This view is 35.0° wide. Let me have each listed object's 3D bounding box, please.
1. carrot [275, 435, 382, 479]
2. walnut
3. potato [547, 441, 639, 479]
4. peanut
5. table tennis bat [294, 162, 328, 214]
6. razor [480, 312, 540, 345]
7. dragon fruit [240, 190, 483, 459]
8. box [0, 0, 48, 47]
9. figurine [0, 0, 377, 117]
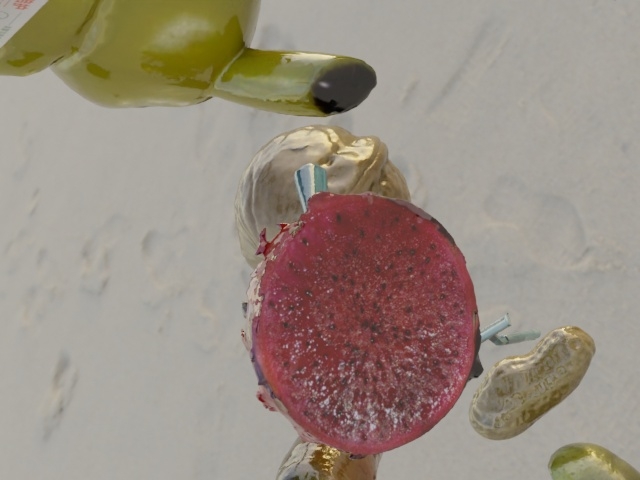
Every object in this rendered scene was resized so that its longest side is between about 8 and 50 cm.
[{"bbox_3d":[0.015,0.190,0.892,0.087,0.087,0.193,-45,3,23],"label":"carrot"},{"bbox_3d":[0.006,-0.040,1.271,0.228,0.228,0.228,-38,34,32],"label":"walnut"},{"bbox_3d":[0.441,0.402,1.455,0.111,0.160,0.272,-40,58,23],"label":"potato"},{"bbox_3d":[0.316,0.213,1.529,0.226,0.108,0.095,-39,11,9],"label":"peanut"},{"bbox_3d":[0.000,0.000,0.879,0.124,0.033,0.201,-31,36,17],"label":"table tennis bat"},{"bbox_3d":[0.323,0.160,1.695,0.084,0.211,0.036,-35,66,26],"label":"razor"},{"bbox_3d":[0.011,0.049,0.605,0.111,0.153,0.153,-2,60,64],"label":"dragon fruit"},{"bbox_3d":[-0.142,-0.106,0.357,0.125,0.089,0.043,-11,79,55],"label":"box"},{"bbox_3d":[-0.145,-0.179,0.598,0.169,0.326,0.218,-40,45,38],"label":"figurine"}]
